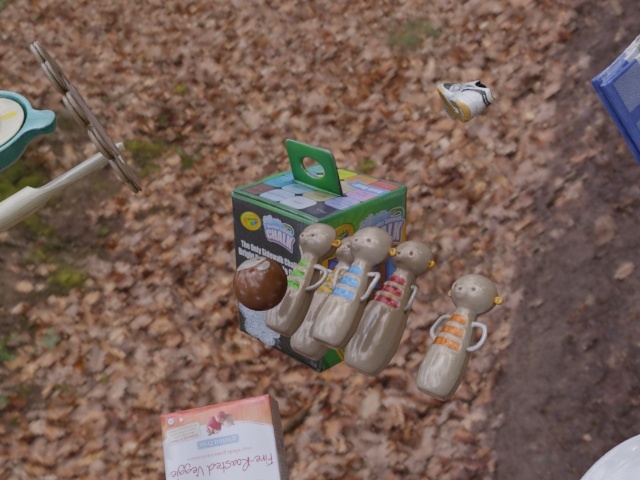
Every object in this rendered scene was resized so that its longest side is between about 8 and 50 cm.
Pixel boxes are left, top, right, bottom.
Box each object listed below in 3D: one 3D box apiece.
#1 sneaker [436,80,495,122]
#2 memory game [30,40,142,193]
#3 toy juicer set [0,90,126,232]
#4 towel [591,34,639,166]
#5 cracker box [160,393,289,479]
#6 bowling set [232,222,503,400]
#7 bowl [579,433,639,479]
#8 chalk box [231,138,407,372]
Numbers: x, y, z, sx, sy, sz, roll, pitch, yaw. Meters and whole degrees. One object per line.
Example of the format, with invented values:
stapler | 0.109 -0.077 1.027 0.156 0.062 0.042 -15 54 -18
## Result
sneaker | 0.131 -0.127 0.820 0.037 0.032 0.083 -29 23 0
memory game | -0.243 -0.127 0.952 0.012 0.186 0.186 -35 16 -4
toy juicer set | -0.420 -0.102 1.068 0.329 0.089 0.209 17 53 25
towel | 0.459 -0.188 1.120 0.285 0.209 0.034 -42 16 -23
cracker box | -0.120 0.336 1.223 0.156 0.232 0.067 -12 -20 6
bowling set | 0.026 0.036 0.926 0.287 0.200 0.154 8 68 52
bowl | 0.388 0.357 0.948 0.298 0.298 0.134 -43 20 -13
chalk box | 0.000 0.000 1.281 0.179 0.288 0.180 -21 31 -40
